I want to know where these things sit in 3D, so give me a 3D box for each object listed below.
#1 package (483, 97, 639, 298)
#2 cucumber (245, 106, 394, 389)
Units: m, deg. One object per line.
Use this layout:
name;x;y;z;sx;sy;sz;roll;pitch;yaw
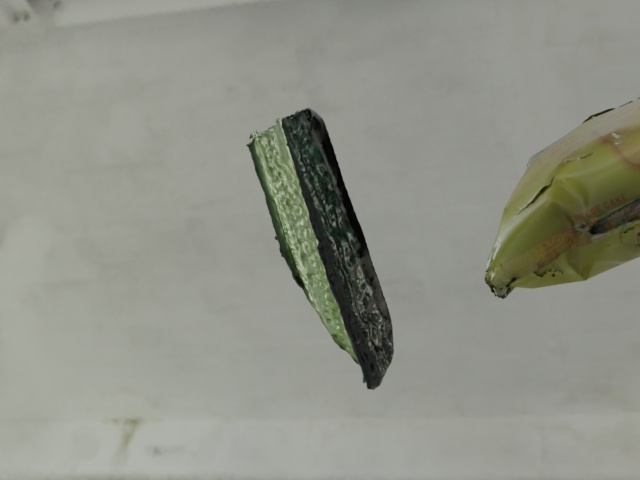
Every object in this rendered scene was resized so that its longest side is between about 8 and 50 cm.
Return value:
package;0.216;-0.044;0.779;0.226;0.168;0.090;-26;-75;29
cucumber;0.000;0.000;0.742;0.070;0.046;0.220;22;-41;47
